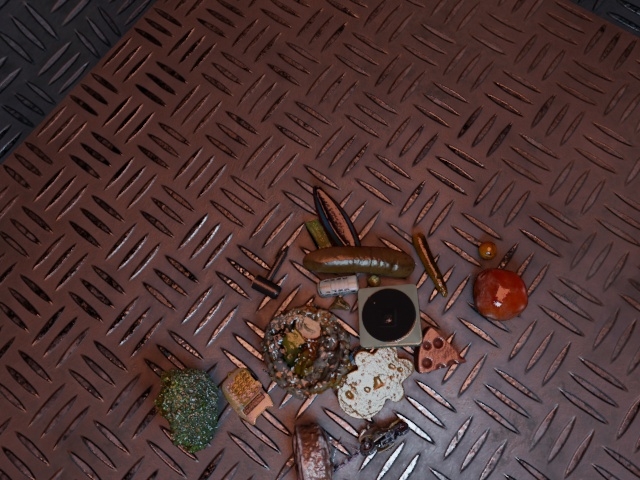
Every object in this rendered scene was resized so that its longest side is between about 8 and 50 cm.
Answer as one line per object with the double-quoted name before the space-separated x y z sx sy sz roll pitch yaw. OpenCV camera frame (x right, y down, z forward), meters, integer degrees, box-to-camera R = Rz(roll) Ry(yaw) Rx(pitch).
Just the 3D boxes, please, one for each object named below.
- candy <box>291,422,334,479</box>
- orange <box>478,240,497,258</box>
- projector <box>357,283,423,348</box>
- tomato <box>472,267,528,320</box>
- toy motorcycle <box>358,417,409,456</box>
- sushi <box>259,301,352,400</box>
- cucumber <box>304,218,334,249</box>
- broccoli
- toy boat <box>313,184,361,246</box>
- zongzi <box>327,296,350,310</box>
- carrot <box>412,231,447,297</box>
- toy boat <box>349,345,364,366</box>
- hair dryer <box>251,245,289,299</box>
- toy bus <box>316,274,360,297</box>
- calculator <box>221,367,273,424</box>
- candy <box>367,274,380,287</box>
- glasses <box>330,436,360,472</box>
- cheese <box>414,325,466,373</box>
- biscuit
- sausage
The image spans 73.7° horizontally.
"candy" -0.027 0.875 1.693 0.157 0.214 0.289 -10 77 -5
"orange" 0.750 0.044 1.912 0.084 0.083 0.083 -1 77 3
"projector" 0.295 0.324 1.818 0.257 0.079 0.259 -7 66 14
"tomato" 0.766 0.229 1.811 0.232 0.188 0.231 0 79 3
"toy motorcycle" 0.249 0.794 1.754 0.229 0.130 0.094 -23 99 -15
"sushi" -0.069 0.460 1.801 0.418 0.176 0.417 -3 75 12
"cucumber" 0.001 0.001 1.982 0.078 0.062 0.211 -25 70 -15
"broccoli" -0.543 0.684 1.779 0.249 0.302 0.375 -29 104 -25
"toy boat" 0.064 -0.101 1.995 0.136 0.079 0.392 -29 79 -5
"zongzi" 0.083 0.304 1.914 0.076 0.040 0.083 41 94 5
"carrot" 0.496 0.112 1.924 0.066 0.066 0.314 -23 80 -2
"toy boat" 0.181 0.533 1.862 0.105 0.034 0.149 -31 90 -5
"hair dryer" -0.198 0.137 1.959 0.128 0.070 0.255 29 75 9
"toy bus" 0.078 0.204 1.909 0.194 0.089 0.087 -8 76 3
"calculator" -0.321 0.667 1.855 0.157 0.033 0.236 -43 76 -6
"candy" 0.275 0.245 1.914 0.061 0.061 0.202 -30 85 -4
"glasses" 0.082 0.874 1.765 0.140 0.062 0.103 -32 76 -5
"cheese" 0.471 0.493 1.804 0.177 0.128 0.203 -44 82 -5
"biscuit" 0.227 0.598 1.818 0.275 0.052 0.355 42 86 3
"sausage" 0.173 0.087 1.875 0.501 0.136 0.123 4 39 -7
